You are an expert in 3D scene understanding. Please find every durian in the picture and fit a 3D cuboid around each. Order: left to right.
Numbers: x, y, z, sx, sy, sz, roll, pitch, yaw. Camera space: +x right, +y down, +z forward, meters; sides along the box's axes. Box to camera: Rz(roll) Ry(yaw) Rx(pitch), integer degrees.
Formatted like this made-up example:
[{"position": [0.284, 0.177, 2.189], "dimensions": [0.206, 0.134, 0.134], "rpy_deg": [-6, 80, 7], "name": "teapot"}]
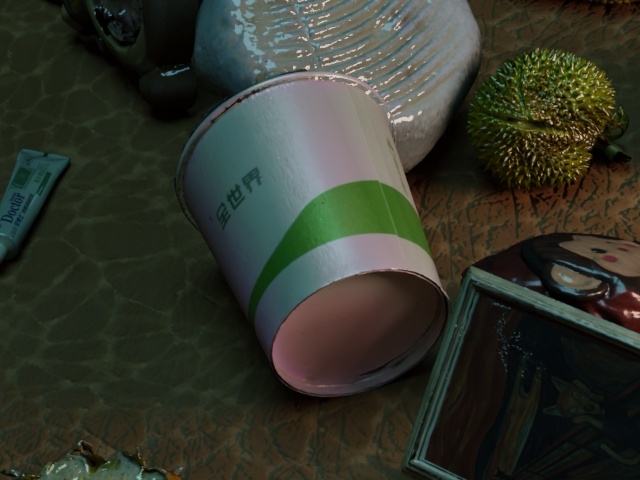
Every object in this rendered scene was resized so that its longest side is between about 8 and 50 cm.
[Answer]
[{"position": [0.257, -0.149, 1.892], "dimensions": [0.198, 0.159, 0.146], "rpy_deg": [-26, 43, -23], "name": "durian"}]

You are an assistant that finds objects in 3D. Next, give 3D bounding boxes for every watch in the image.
[{"position": [-0.138, -0.366, 2.150], "dimensions": [0.327, 0.314, 0.335], "rpy_deg": [-17, 29, -30], "name": "watch"}]

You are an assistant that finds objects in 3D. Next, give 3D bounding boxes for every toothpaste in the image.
[{"position": [-0.354, -0.042, 1.949], "dimensions": [0.064, 0.041, 0.218], "rpy_deg": [10, 39, 3], "name": "toothpaste"}]

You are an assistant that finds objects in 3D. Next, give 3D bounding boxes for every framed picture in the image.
[{"position": [0.214, 0.167, 1.515], "dimensions": [0.273, 0.216, 0.016], "rpy_deg": [22, 9, 31], "name": "framed picture"}]

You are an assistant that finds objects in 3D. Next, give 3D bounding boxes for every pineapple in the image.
[{"position": [-0.225, 0.286, 1.508], "dimensions": [0.236, 0.114, 0.186], "rpy_deg": [-17, 41, 4], "name": "pineapple"}]

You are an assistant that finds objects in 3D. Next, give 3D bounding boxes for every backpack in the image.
[{"position": [0.243, 0.065, 1.643], "dimensions": [0.229, 0.139, 0.229], "rpy_deg": [3, 9, 0], "name": "backpack"}]

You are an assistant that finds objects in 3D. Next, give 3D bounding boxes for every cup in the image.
[{"position": [0.000, 0.000, 1.703], "dimensions": [0.253, 0.253, 0.274], "rpy_deg": [-15, 47, -9], "name": "cup"}]

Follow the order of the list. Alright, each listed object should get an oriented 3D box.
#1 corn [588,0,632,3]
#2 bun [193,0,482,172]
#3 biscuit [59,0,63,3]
[{"position": [0.307, -0.378, 2.201], "dimensions": [0.310, 0.101, 0.101], "rpy_deg": [14, 44, 22], "name": "corn"}, {"position": [0.010, -0.228, 1.937], "dimensions": [0.354, 0.194, 0.354], "rpy_deg": [9, 63, -19], "name": "bun"}, {"position": [-0.318, -0.403, 2.368], "dimensions": [0.212, 0.036, 0.212], "rpy_deg": [-4, 39, 3], "name": "biscuit"}]
